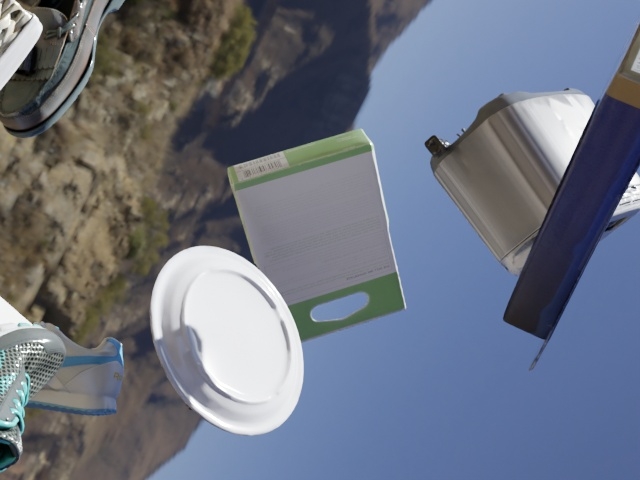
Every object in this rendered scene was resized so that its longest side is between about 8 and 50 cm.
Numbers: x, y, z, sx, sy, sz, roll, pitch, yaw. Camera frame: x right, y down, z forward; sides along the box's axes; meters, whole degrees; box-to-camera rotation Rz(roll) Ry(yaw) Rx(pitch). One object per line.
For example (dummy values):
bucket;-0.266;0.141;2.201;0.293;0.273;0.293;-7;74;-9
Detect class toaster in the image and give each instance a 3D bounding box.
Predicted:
toaster;0.213;-0.058;0.924;0.227;0.146;0.129;-12;154;-48

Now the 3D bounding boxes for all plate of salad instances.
plate of salad;-0.095;0.101;0.952;0.048;0.200;0.200;-29;-150;36

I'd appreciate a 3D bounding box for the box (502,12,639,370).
box;0.166;-0.035;0.581;0.136;0.036;0.225;-54;162;-45

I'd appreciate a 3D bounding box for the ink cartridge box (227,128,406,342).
ink cartridge box;0.000;0.000;1.153;0.056;0.171;0.235;-116;-169;-60

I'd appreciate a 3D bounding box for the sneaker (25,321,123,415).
sneaker;-0.336;0.137;1.062;0.087;0.229;0.092;133;-34;-71

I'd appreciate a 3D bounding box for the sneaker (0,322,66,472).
sneaker;-0.194;0.103;0.542;0.166;0.076;0.065;-38;145;-57

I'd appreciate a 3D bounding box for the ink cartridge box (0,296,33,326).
ink cartridge box;-0.603;0.182;1.477;0.283;0.207;0.117;-45;-175;28

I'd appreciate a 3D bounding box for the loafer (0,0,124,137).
loafer;-0.275;-0.234;0.986;0.084;0.096;0.267;60;43;-53

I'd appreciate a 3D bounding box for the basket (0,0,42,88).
basket;-0.326;-0.151;0.752;0.167;0.113;0.103;-57;146;-17
